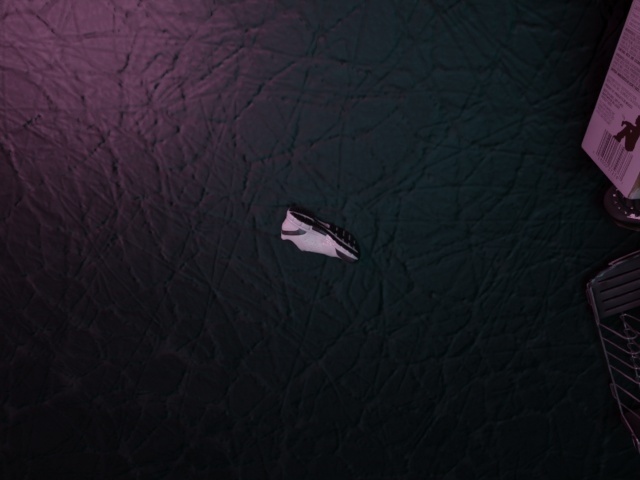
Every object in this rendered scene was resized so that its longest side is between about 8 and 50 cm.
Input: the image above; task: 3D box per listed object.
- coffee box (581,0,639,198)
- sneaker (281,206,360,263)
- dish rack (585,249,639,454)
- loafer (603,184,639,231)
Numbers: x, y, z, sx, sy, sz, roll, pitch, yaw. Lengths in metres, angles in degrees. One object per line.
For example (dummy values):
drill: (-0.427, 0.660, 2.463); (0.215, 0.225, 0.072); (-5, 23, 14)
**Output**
coffee box: (0.394, -0.194, 0.449); (0.168, 0.118, 0.297); (-3, 131, 0)
sneaker: (0.000, 0.000, 0.607); (0.109, 0.040, 0.043); (30, 119, -4)
dish rack: (0.470, 0.132, 0.618); (0.209, 0.074, 0.271); (-21, 104, 5)
loafer: (0.454, -0.035, 0.568); (0.220, 0.080, 0.078); (-1, 149, 14)
